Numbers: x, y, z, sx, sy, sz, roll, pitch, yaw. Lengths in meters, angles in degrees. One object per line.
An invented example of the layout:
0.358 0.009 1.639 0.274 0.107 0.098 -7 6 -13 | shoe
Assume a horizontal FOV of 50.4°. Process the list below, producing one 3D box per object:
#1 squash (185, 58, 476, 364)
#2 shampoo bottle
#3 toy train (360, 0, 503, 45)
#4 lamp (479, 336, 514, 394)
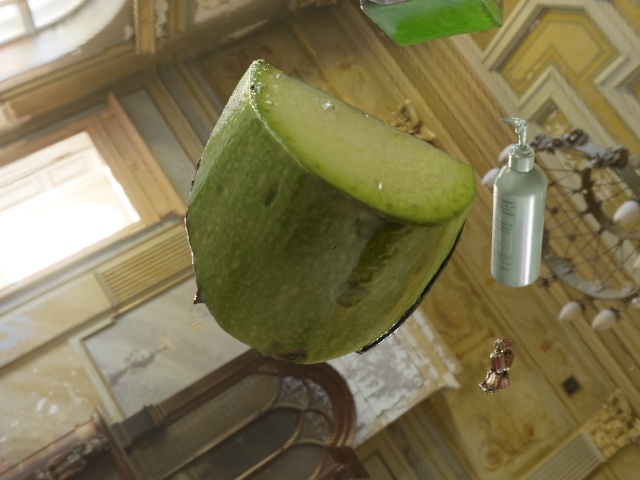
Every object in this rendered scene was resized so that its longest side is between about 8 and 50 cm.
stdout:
0.005 0.000 0.438 0.191 0.184 0.085 23 2 -11 | squash
0.211 -0.039 0.724 0.056 0.056 0.195 39 -32 44 | shampoo bottle
0.114 -0.389 0.759 0.173 0.248 0.308 -2 -100 33 | toy train
0.269 0.186 1.024 0.031 0.063 0.083 14 -80 40 | lamp
